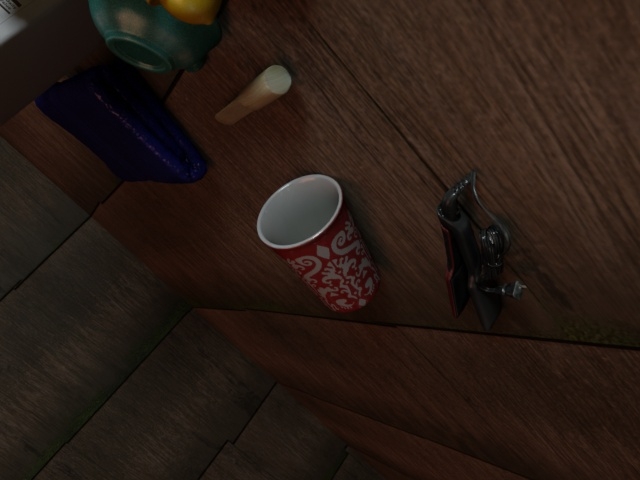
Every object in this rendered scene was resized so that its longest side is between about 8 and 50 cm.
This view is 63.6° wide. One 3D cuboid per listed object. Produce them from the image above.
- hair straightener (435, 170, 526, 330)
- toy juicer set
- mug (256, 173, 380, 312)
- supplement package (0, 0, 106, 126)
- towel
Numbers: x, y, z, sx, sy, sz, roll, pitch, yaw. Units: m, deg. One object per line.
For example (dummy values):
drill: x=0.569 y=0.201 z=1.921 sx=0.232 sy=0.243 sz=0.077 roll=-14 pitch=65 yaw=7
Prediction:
hair straightener: x=0.172 y=0.022 z=0.530 sx=0.089 sy=0.047 sz=0.230 roll=22 pitch=148 yaw=35
toy juicer set: x=-0.137 y=-0.216 z=0.488 sx=0.209 sy=0.089 sz=0.329 roll=8 pitch=168 yaw=42
mug: x=0.009 y=-0.001 z=0.682 sx=0.113 sy=0.150 sz=0.169 roll=-16 pitch=136 yaw=19
supplement package: x=-0.390 y=-0.239 z=0.552 sx=0.175 sy=0.293 sz=0.177 roll=44 pitch=157 yaw=-12
towel: x=-0.334 y=-0.189 z=0.865 sx=0.308 sy=0.076 sz=0.227 roll=10 pitch=151 yaw=48
